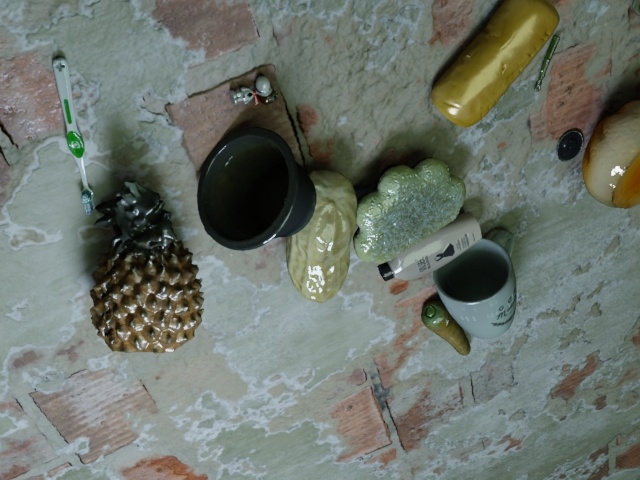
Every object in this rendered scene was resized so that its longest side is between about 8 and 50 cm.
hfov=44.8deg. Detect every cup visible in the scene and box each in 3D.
[{"bbox_3d":[0.414,0.103,1.921,0.258,0.186,0.234,-55,144,-18],"label":"cup"}]

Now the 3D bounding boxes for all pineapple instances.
[{"bbox_3d":[-0.337,0.031,1.470,0.222,0.223,0.357,-11,119,-19],"label":"pineapple"}]

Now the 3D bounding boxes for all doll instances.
[{"bbox_3d":[-0.123,-0.271,1.446,0.085,0.040,0.058,-33,119,-6],"label":"doll"}]

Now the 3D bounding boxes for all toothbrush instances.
[{"bbox_3d":[-0.433,-0.180,1.372,0.030,0.030,0.304,-13,126,-18],"label":"toothbrush"}]

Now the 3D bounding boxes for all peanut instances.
[{"bbox_3d":[0.000,0.000,1.638,0.152,0.152,0.313,-7,129,-22],"label":"peanut"}]

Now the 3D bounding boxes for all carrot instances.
[{"bbox_3d":[0.349,0.246,2.053,0.078,0.078,0.298,-39,137,5],"label":"carrot"}]

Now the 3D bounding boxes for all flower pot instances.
[{"bbox_3d":[-0.102,-0.087,1.498,0.235,0.235,0.148,-52,149,16],"label":"flower pot"}]

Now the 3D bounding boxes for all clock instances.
[{"bbox_3d":[0.594,-0.226,1.852,0.074,0.010,0.083,-31,132,-1],"label":"clock"}]

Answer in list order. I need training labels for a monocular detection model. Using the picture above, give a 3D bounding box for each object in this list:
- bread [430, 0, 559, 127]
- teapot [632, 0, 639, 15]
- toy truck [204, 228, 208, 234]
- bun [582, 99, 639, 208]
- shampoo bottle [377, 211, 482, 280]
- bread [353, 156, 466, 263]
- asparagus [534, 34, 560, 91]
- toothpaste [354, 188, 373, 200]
[{"bbox_3d":[0.360,-0.368,1.581,0.142,0.091,0.305,23,112,-43],"label":"bread"},{"bbox_3d":[0.801,-0.485,1.667,0.267,0.186,0.175,15,153,-1],"label":"teapot"},{"bbox_3d":[-0.196,-0.043,1.581,0.083,0.039,0.044,-49,144,11],"label":"toy truck"},{"bbox_3d":[0.732,-0.226,1.819,0.299,0.165,0.299,-27,146,-20],"label":"bun"},{"bbox_3d":[0.251,0.021,1.822,0.256,0.078,0.127,-26,132,-5],"label":"shampoo bottle"},{"bbox_3d":[0.182,-0.074,1.668,0.286,0.056,0.207,-36,130,-4],"label":"bread"},{"bbox_3d":[0.489,-0.381,1.681,0.018,0.015,0.127,0,124,-24],"label":"asparagus"},{"bbox_3d":[0.178,-0.077,1.729,0.272,0.053,0.066,-2,125,-25],"label":"toothpaste"}]
